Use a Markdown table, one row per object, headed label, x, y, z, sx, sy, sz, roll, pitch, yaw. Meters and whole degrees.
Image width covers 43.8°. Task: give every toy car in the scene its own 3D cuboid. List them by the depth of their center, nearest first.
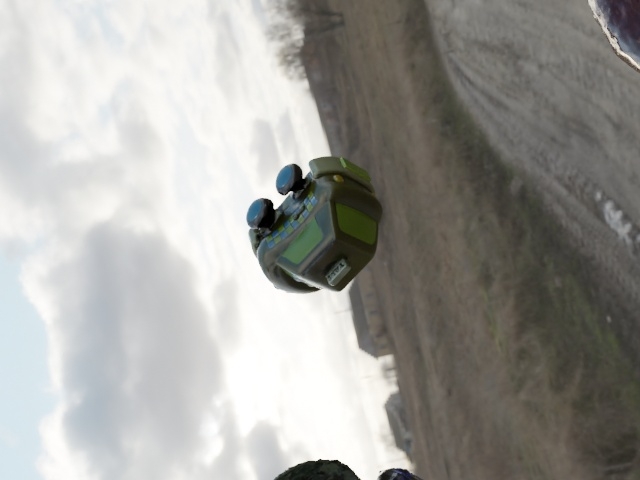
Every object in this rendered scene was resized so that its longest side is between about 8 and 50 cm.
| label | x | y | z | sx | sy | sz | roll | pitch | yaw |
| --- | --- | --- | --- | --- | --- | --- | --- | --- | --- |
| toy car | 0.000 | 0.000 | 1.371 | 0.204 | 0.248 | 0.198 | 26 | -151 | -36 |

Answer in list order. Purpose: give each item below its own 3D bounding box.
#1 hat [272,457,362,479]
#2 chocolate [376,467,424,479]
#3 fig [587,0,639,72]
| label | x | y | z | sx | sy | sz | roll | pitch | yaw |
| --- | --- | --- | --- | --- | --- | --- | --- | --- | --- |
| hat | -0.069 | 0.376 | 0.974 | 0.266 | 0.128 | 0.265 | -6 | -82 | -46 |
| chocolate | 0.213 | 0.356 | 0.866 | 0.148 | 0.344 | 0.126 | -56 | -31 | -47 |
| fig | 0.304 | -0.162 | 0.563 | 0.290 | 0.191 | 0.190 | 35 | -145 | -46 |
